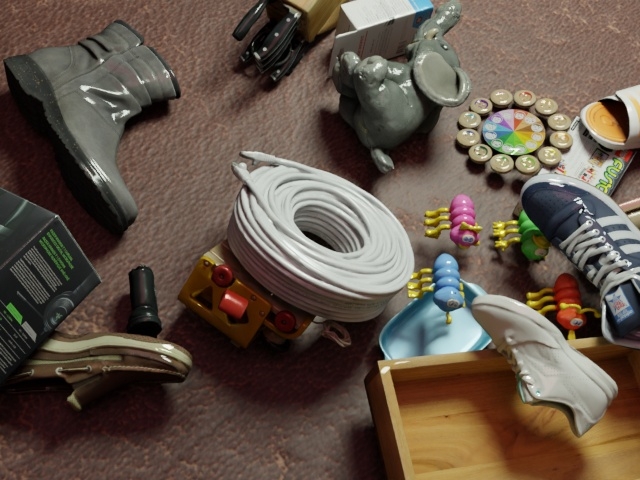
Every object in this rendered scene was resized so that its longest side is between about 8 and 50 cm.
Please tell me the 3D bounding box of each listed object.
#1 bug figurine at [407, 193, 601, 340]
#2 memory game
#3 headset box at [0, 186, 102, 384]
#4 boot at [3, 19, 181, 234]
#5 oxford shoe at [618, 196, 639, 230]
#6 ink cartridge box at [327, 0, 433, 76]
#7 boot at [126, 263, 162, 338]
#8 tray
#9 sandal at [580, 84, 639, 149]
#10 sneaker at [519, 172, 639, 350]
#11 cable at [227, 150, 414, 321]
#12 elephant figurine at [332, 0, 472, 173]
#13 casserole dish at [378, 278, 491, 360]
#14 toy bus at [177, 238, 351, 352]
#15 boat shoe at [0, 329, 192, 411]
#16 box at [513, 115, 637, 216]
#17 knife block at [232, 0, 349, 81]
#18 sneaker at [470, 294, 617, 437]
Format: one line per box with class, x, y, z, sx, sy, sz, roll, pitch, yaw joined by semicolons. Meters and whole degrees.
bug figurine;0.256;0.033;1.187;0.278;0.072;0.216;9;53;-17
memory game;0.310;-0.176;1.349;0.186;0.012;0.186;-3;54;4
headset box;-0.452;0.055;1.036;0.246;0.131;0.283;20;58;32
boot;-0.297;-0.187;1.246;0.222;0.118;0.338;-27;73;-25
oxford shoe;0.555;0.006;1.238;0.348;0.123;0.130;0;66;-12
ink cartridge box;0.085;-0.343;1.379;0.180;0.104;0.060;-20;67;-18
boot;-0.232;0.080;1.107;0.045;0.121;0.099;-2;69;-11
tray;0.276;0.241;1.085;0.410;0.076;0.203;-3;62;-18
sandal;0.537;-0.212;1.361;0.265;0.076;0.102;-8;55;-24
sneaker;0.376;0.032;1.131;0.282;0.099;0.153;40;39;1
cable;0.000;0.000;1.141;0.257;0.089;0.257;10;38;-29
elephant figurine;0.154;-0.244;1.303;0.239;0.186;0.169;-18;32;-17
casserole dish;0.163;0.132;1.175;0.188;0.037;0.114;-37;73;-22
toy bus;-0.089;0.092;1.124;0.190;0.104;0.202;16;29;-36
boat shoe;-0.292;0.172;1.069;0.257;0.095;0.095;3;64;8
box;0.401;-0.092;1.325;0.114;0.036;0.207;34;63;11
knife block;-0.030;-0.393;1.321;0.088;0.276;0.242;33;33;10
sneaker;0.263;0.155;1.048;0.212;0.080;0.094;39;70;6
